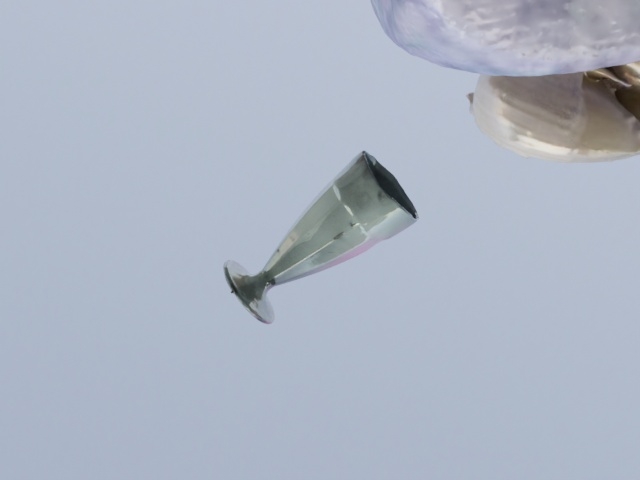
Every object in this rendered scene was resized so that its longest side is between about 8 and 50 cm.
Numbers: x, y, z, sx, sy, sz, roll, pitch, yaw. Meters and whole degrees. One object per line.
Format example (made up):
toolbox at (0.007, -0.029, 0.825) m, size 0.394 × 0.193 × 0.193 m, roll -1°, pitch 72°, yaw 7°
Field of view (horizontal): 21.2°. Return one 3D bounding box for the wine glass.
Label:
wine glass at (0.000, 0.000, 1.388) m, size 0.155 × 0.073 × 0.073 m, roll -38°, pitch -113°, yaw 16°

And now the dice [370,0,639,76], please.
dice at (0.155, -0.283, 1.157) m, size 0.270 × 0.270 × 0.271 m, roll -10°, pitch -150°, yaw -4°

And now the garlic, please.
garlic at (0.278, -0.160, 1.473) m, size 0.281 × 0.184 × 0.203 m, roll -4°, pitch -150°, yaw -39°
